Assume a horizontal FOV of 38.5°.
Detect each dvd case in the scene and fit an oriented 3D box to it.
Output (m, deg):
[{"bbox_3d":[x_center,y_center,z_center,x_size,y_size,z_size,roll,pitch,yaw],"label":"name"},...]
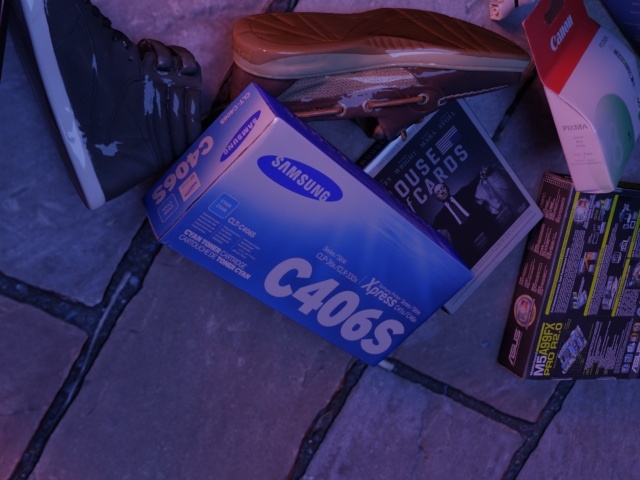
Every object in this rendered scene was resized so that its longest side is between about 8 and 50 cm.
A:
[{"bbox_3d":[0.151,-0.048,1.103,0.179,0.029,0.239,-46,121,-6],"label":"dvd case"}]

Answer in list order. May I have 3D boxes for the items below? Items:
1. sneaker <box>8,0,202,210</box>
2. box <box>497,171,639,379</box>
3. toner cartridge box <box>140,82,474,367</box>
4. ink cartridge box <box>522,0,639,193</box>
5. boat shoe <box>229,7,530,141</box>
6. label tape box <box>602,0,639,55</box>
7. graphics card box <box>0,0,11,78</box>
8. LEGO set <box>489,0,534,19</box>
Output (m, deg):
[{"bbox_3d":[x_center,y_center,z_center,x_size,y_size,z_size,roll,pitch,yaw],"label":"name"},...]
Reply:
[{"bbox_3d":[-0.198,-0.184,0.844,0.147,0.104,0.296,-25,122,-19],"label":"sneaker"},{"bbox_3d":[0.367,0.053,1.228,0.216,0.060,0.270,3,105,-27],"label":"box"},{"bbox_3d":[0.000,0.000,0.961,0.165,0.075,0.348,-45,132,12],"label":"toner cartridge box"},{"bbox_3d":[0.319,-0.196,1.075,0.181,0.056,0.225,-52,129,-41],"label":"ink cartridge box"},{"bbox_3d":[0.064,-0.169,0.978,0.342,0.123,0.123,-8,127,-27],"label":"boat shoe"},{"bbox_3d":[0.505,-0.237,1.086,0.347,0.249,0.115,39,86,-32],"label":"label tape box"},{"bbox_3d":[-0.321,-0.116,0.725,0.094,0.233,0.371,3,106,-32],"label":"graphics card box"},{"bbox_3d":[0.238,-0.363,1.005,0.093,0.087,0.227,-19,116,-20],"label":"LEGO set"}]
